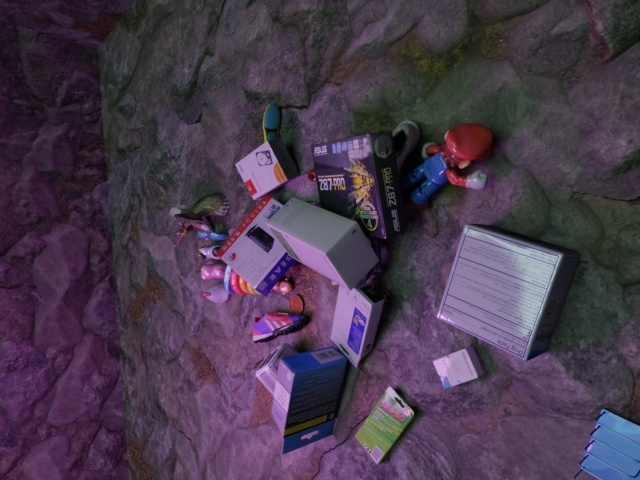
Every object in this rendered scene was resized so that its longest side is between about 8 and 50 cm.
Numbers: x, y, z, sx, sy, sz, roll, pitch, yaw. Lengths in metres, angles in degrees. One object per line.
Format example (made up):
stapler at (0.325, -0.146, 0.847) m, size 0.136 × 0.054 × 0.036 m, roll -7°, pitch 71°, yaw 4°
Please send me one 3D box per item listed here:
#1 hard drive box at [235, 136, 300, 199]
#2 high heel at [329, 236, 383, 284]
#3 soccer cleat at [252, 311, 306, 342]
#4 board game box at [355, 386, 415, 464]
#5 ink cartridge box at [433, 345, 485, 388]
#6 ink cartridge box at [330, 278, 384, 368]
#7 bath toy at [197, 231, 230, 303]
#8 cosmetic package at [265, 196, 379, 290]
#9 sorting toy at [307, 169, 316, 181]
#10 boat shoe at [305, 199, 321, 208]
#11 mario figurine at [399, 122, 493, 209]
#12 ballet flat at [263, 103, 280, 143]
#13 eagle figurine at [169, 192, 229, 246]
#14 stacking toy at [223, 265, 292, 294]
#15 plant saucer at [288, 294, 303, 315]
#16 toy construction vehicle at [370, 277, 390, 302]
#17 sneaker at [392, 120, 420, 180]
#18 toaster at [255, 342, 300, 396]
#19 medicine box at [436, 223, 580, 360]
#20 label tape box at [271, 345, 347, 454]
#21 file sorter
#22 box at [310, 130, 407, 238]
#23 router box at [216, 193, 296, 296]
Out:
hard drive box at (-0.224, -0.299, 1.975) m, size 0.232 × 0.089 × 0.181 m, roll -25°, pitch 94°, yaw 42°
high heel at (0.121, 0.058, 1.682) m, size 0.261 × 0.093 × 0.186 m, roll -25°, pitch 60°, yaw 44°
soccer cleat at (-0.182, 0.342, 1.946) m, size 0.318 × 0.109 × 0.116 m, roll -28°, pitch 65°, yaw 43°
board game box at (0.221, 0.624, 1.589) m, size 0.124 × 0.039 × 0.259 m, roll 44°, pitch 121°, yaw 35°
ink cartridge box at (0.412, 0.378, 1.396) m, size 0.122 × 0.052 × 0.088 m, roll -36°, pitch 65°, yaw 39°
ink cartridge box at (0.121, 0.279, 1.630) m, size 0.165 × 0.065 × 0.332 m, roll 44°, pitch 140°, yaw 36°
bath toy at (-0.521, 0.132, 2.265) m, size 0.152 × 0.129 × 0.347 m, roll -10°, pitch 82°, yaw 44°
cosmetic package at (0.000, 0.000, 1.587) m, size 0.155 × 0.196 × 0.366 m, roll -44°, pitch 36°, yaw -15°
sorting toy at (-0.002, -0.257, 1.836) m, size 0.102 × 0.042 × 0.061 m, roll 14°, pitch 115°, yaw 32°
boat shoe at (-0.036, -0.137, 1.860) m, size 0.142 × 0.049 × 0.040 m, roll 11°, pitch 77°, yaw 43°
mario figurine at (0.396, -0.223, 1.413) m, size 0.198 × 0.170 × 0.320 m, roll 43°, pitch 137°, yaw -5°
ballet flat at (-0.220, -0.472, 2.031) m, size 0.077 × 0.077 × 0.230 m, roll -1°, pitch 90°, yaw 61°
eagle figurine at (-0.609, -0.116, 2.326) m, size 0.298 × 0.225 × 0.226 m, roll -41°, pitch 49°, yaw 48°
stacking toy at (-0.249, 0.174, 2.003) m, size 0.302 × 0.166 × 0.175 m, roll 12°, pitch 90°, yaw 30°
plant saucer at (-0.098, 0.266, 1.926) m, size 0.084 × 0.013 × 0.083 m, roll -1°, pitch 89°, yaw 45°
toy construction vehicle at (0.192, 0.192, 1.629) m, size 0.086 × 0.035 × 0.098 m, roll 32°, pitch 111°, yaw 40°
sneaker at (0.222, -0.250, 1.533) m, size 0.111 × 0.129 × 0.296 m, roll 25°, pitch 110°, yaw 15°
toaster at (-0.150, 0.506, 1.808) m, size 0.146 × 0.227 × 0.129 m, roll 47°, pitch 125°, yaw -3°
medicine box at (0.495, 0.127, 1.255) m, size 0.264 × 0.149 × 0.289 m, roll 24°, pitch 106°, yaw 42°
label tape box at (-0.048, 0.570, 1.696) m, size 0.106 × 0.241 × 0.333 m, roll 29°, pitch 115°, yaw 48°
file sorter at (0.683, 0.507, 1.091) m, size 0.118 × 0.105 × 0.170 m, roll 22°, pitch 104°, yaw 42°
box at (0.115, -0.181, 1.549) m, size 0.395 × 0.097 × 0.317 m, roll 13°, pitch 113°, yaw 62°
router box at (-0.220, 0.010, 1.901) m, size 0.301 × 0.082 × 0.335 m, roll 34°, pitch 82°, yaw 40°
